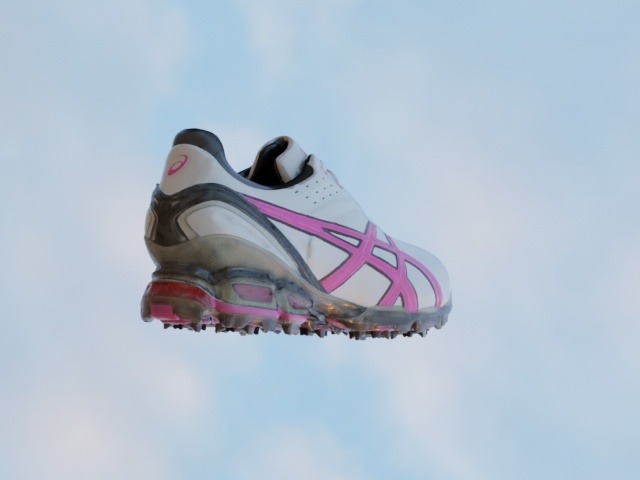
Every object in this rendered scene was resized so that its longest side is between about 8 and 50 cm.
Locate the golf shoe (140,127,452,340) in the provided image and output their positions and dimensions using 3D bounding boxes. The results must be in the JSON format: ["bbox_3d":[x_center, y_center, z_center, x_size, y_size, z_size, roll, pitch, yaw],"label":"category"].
[{"bbox_3d":[0.000,0.000,0.810,0.067,0.186,0.086,1,-95,35],"label":"golf shoe"}]
